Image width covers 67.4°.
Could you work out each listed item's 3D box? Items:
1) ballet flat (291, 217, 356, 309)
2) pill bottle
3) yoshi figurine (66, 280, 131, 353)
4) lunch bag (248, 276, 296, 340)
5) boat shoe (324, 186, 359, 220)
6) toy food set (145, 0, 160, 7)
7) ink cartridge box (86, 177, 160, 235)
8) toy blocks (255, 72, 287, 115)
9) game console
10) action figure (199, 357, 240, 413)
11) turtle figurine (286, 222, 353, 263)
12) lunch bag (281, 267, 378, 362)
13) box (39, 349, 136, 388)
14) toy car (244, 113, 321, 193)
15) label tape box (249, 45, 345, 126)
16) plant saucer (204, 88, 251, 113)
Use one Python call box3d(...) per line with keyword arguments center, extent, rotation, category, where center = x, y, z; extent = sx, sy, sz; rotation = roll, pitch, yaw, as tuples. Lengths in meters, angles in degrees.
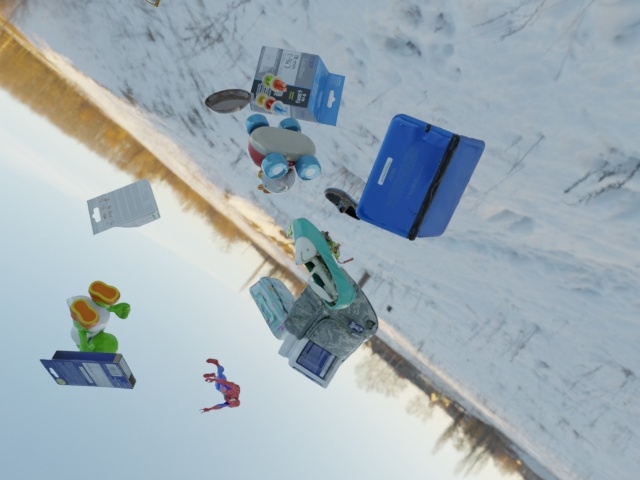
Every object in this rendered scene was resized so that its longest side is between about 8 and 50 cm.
box3d(center=(-0.008, 0.056, 1.133), extent=(0.083, 0.087, 0.247), rotation=(-37, 85, 43), category="ballet flat")
box3d(center=(-0.032, 0.335, 1.359), extent=(0.169, 0.094, 0.094), rotation=(30, 175, 9), category="pill bottle")
box3d(center=(-0.758, 0.306, 1.649), extent=(0.203, 0.362, 0.203), rotation=(0, -123, -28), category="yoshi figurine")
box3d(center=(-0.168, 0.282, 1.987), extent=(0.279, 0.108, 0.224), rotation=(54, -170, 23), category="lunch bag")
box3d(center=(0.093, -0.140, 1.848), extent=(0.183, 0.066, 0.066), rotation=(27, 135, -12), category="boat shoe")
box3d(center=(-0.500, -0.732, 1.304), extent=(0.111, 0.104, 0.232), rotation=(26, -170, 1), category="toy food set")
box3d(center=(-0.697, -0.111, 1.700), extent=(0.056, 0.225, 0.181), rotation=(75, 168, -55), category="ink cartridge box")
box3d(center=(-0.150, -0.494, 1.636), extent=(0.054, 0.123, 0.148), rotation=(5, -155, -46), category="toy blocks")
box3d(center=(0.266, -0.162, 1.274), extent=(0.250, 0.293, 0.173), rotation=(23, -159, 7), category="game console")
box3d(center=(-0.364, 0.494, 1.625), extent=(0.139, 0.091, 0.280), rotation=(6, -172, -35), category="action figure")
box3d(center=(0.000, 0.000, 1.742), extent=(0.217, 0.087, 0.269), rotation=(28, 178, -29), category="turtle figurine")
box3d(center=(0.042, 0.280, 1.643), extent=(0.256, 0.212, 0.305), rotation=(48, 136, 16), category="lunch bag")
box3d(center=(-0.640, 0.357, 1.326), extent=(0.036, 0.225, 0.136), rotation=(-84, -6, -47), category="box")
box3d(center=(-0.143, -0.221, 1.470), extent=(0.210, 0.238, 0.219), rotation=(-2, -131, -31), category="toy car")
box3d(center=(-0.082, -0.591, 1.833), extent=(0.334, 0.240, 0.106), rotation=(10, 163, 1), category="label tape box")
box3d(center=(-0.329, -0.496, 1.720), extent=(0.168, 0.168, 0.029), rotation=(37, 148, 37), category="plant saucer")
